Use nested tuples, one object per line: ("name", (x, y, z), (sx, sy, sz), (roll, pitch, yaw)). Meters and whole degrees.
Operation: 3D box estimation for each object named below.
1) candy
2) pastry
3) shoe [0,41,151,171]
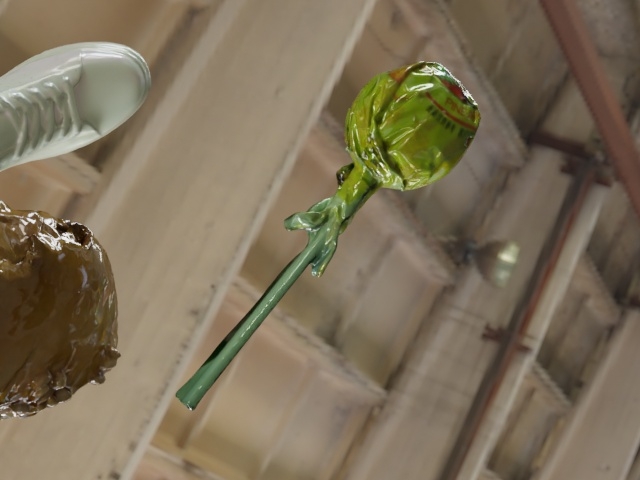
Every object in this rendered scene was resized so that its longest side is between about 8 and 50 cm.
("candy", (-0.002, -0.002, 0.813), (0.077, 0.073, 0.262), (41, -92, -25))
("pastry", (-0.284, 0.069, 0.874), (0.255, 0.311, 0.161), (14, -111, -50))
("shoe", (-0.273, -0.100, 1.162), (0.265, 0.110, 0.095), (-19, -69, -6))
